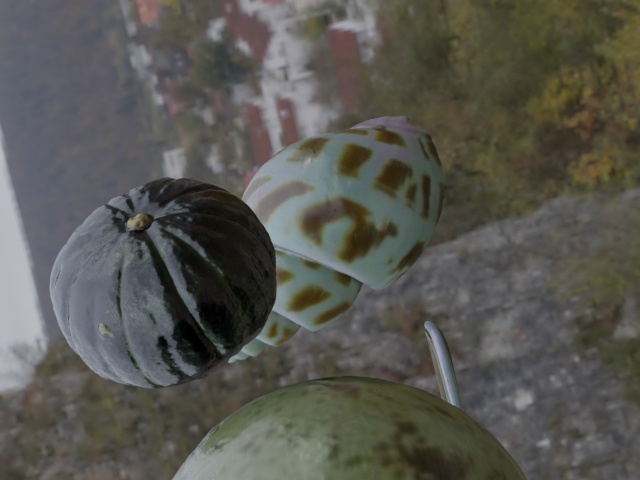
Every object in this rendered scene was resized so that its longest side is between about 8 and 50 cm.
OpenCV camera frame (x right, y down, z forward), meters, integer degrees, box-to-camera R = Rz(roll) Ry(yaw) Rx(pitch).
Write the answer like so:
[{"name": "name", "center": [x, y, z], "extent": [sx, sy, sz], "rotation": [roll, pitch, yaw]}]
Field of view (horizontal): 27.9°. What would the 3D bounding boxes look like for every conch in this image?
[{"name": "conch", "center": [0.000, -0.001, 1.700], "extent": [0.249, 0.197, 0.368], "rotation": [28, 107, 30]}]

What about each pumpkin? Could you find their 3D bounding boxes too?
[{"name": "pumpkin", "center": [-0.150, 0.038, 1.239], "extent": [0.220, 0.220, 0.162], "rotation": [-113, 4, -50]}]

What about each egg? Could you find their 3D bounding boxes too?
[{"name": "egg", "center": [0.022, 0.302, 1.093], "extent": [0.428, 0.345, 0.345], "rotation": [93, 162, -59]}]

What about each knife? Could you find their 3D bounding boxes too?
[{"name": "knife", "center": [0.158, 0.243, 1.433], "extent": [0.061, 0.027, 0.343], "rotation": [92, 167, -66]}]
